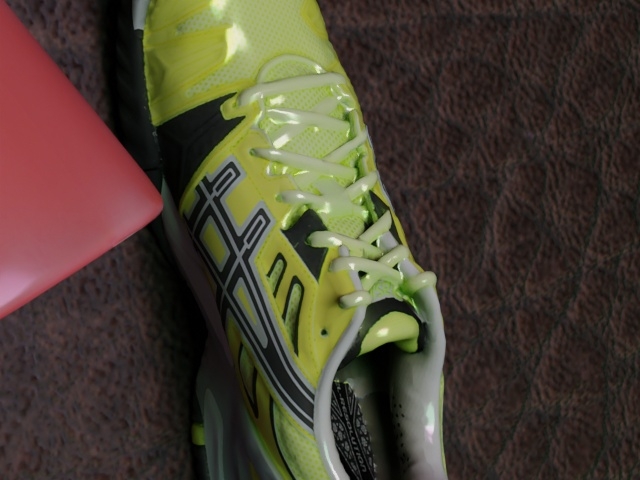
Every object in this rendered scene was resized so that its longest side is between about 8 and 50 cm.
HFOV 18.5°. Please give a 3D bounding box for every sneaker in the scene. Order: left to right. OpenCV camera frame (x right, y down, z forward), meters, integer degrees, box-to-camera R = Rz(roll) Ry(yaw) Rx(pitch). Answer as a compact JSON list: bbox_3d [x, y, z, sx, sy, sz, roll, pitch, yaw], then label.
[{"bbox_3d":[0.000,0.000,1.050,0.145,0.147,0.385,-17,95,-38],"label":"sneaker"}]

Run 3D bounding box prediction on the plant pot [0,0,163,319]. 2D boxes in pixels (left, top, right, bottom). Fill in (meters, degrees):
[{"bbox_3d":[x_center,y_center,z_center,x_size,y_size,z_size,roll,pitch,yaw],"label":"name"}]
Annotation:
[{"bbox_3d":[-0.239,-0.049,0.797,0.275,0.275,0.243,-33,95,-38],"label":"plant pot"}]
